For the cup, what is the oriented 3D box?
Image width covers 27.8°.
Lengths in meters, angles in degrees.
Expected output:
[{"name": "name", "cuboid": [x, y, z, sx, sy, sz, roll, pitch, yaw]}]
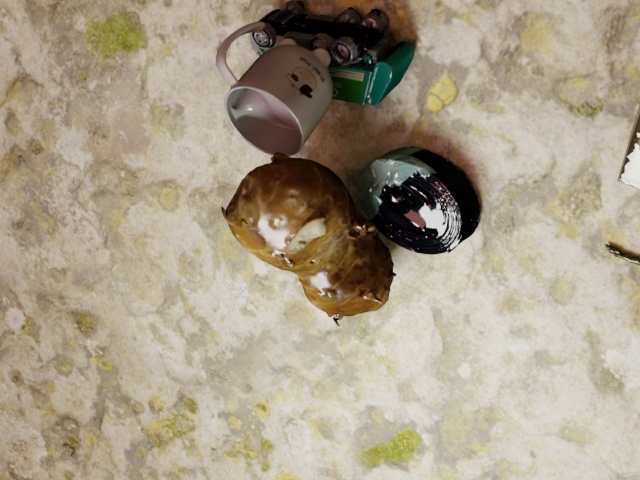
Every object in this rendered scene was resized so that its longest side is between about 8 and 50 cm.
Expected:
[{"name": "cup", "cuboid": [-0.067, -0.230, 1.916, 0.173, 0.142, 0.134, 29, 148, 8]}]

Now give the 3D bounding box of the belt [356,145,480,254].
[{"name": "belt", "cuboid": [0.151, -0.066, 2.028, 0.198, 0.078, 0.151, 30, 127, 21]}]

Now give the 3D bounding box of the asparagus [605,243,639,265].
[{"name": "asparagus", "cuboid": [0.470, 0.030, 1.899, 0.114, 0.014, 0.015, 20, 88, 24]}]

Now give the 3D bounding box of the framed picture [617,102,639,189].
[{"name": "framed picture", "cuboid": [0.537, -0.117, 1.785, 0.231, 0.010, 0.173, 25, 124, 23]}]

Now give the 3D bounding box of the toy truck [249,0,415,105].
[{"name": "toy truck", "cuboid": [0.017, -0.289, 1.994, 0.253, 0.114, 0.124, 13, 129, 29]}]

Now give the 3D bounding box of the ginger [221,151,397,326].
[{"name": "ginger", "cuboid": [0.000, 0.000, 1.981, 0.254, 0.418, 0.176, 41, 86, 19]}]
